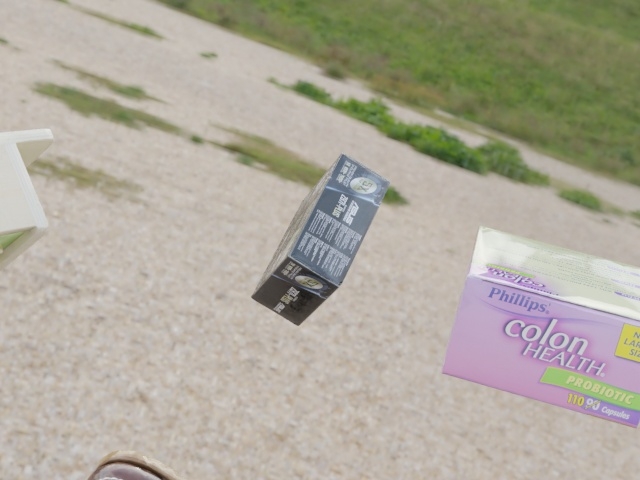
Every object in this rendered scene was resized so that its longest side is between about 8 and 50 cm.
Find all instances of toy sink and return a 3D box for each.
[{"bbox_3d":[-0.419,-0.031,1.254,0.234,0.153,0.131,-15,78,-52],"label":"toy sink"}]

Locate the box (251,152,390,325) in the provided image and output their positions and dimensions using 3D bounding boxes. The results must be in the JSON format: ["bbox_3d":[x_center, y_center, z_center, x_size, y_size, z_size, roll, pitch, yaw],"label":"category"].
[{"bbox_3d":[0.000,0.000,1.396,0.077,0.180,0.147,31,-33,-7],"label":"box"}]

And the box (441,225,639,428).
[{"bbox_3d":[0.262,0.088,1.215,0.213,0.117,0.243,15,15,7],"label":"box"}]

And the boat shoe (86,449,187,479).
[{"bbox_3d":[-0.078,0.225,0.662,0.207,0.073,0.073,52,28,-9],"label":"boat shoe"}]
